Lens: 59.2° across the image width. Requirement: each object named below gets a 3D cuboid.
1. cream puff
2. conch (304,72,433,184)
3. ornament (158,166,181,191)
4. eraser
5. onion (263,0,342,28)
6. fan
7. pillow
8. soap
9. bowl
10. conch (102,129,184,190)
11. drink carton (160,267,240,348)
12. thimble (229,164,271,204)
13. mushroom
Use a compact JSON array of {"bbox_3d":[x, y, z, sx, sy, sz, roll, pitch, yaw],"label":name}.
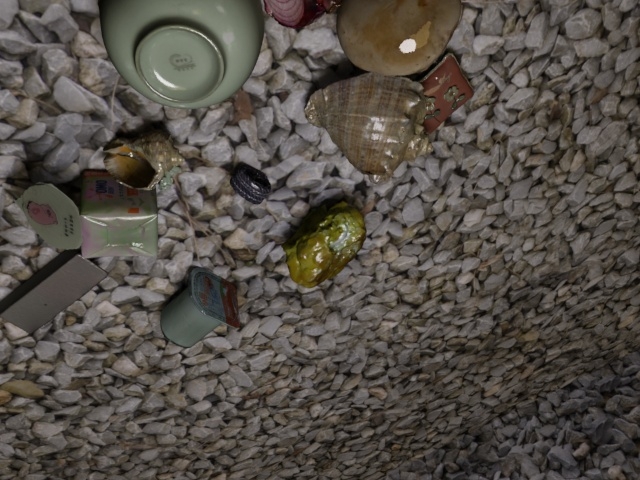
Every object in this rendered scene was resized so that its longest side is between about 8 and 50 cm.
[{"bbox_3d":[0.001,-0.001,1.663,0.281,0.185,0.282,-36,159,-16],"label":"cream puff"},{"bbox_3d":[0.140,-0.280,1.443,0.351,0.210,0.297,0,150,-18],"label":"conch"},{"bbox_3d":[-0.395,-0.179,1.464,0.068,0.041,0.092,-13,121,-16],"label":"ornament"},{"bbox_3d":[-0.756,0.144,1.569,0.352,0.077,0.111,-35,129,10],"label":"eraser"},{"bbox_3d":[-0.024,-0.541,1.190,0.139,0.218,0.195,-37,146,-31],"label":"onion"},{"bbox_3d":[-0.688,-0.079,1.325,0.310,0.010,0.182,21,124,12],"label":"fan"},{"bbox_3d":[0.324,-0.394,1.536,0.179,0.075,0.171,-40,130,11],"label":"pillow"},{"bbox_3d":[-0.502,-0.068,1.407,0.181,0.199,0.139,-2,131,-19],"label":"soap"},{"bbox_3d":[-0.287,-0.410,1.171,0.353,0.185,0.354,-5,138,-5],"label":"bowl"},{"bbox_3d":[-0.434,-0.196,1.368,0.207,0.156,0.130,6,147,-3],"label":"conch"},{"bbox_3d":[-0.378,0.210,1.715,0.189,0.186,0.191,-35,134,25],"label":"drink carton"},{"bbox_3d":[-0.188,-0.150,1.528,0.104,0.095,0.066,16,124,-48],"label":"thimble"},{"bbox_3d":[0.201,-0.489,1.301,0.292,0.293,0.290,-41,147,14],"label":"mushroom"}]
